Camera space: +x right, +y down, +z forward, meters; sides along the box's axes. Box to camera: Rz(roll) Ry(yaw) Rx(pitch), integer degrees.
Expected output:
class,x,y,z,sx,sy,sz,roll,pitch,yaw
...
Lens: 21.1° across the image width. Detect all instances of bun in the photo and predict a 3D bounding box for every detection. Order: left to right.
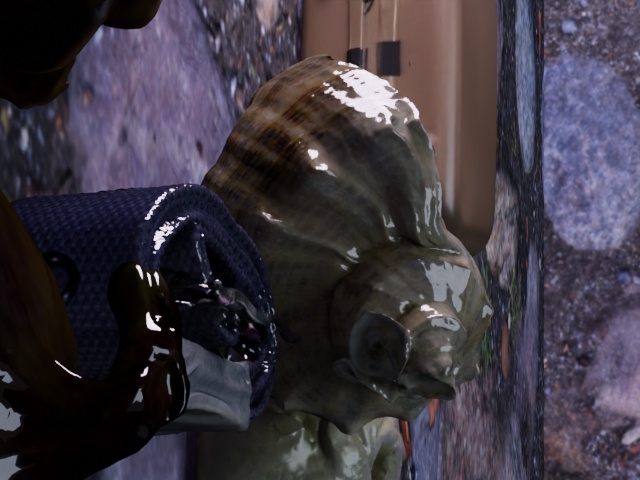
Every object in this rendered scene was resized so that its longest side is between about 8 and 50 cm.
class,x,y,z,sx,sy,sz,roll,pitch,yaw
bun,-0.009,0.156,1.217,0.193,0.128,0.178,-69,154,-49

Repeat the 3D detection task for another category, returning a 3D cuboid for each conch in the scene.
class,x,y,z,sx,sy,sz,roll,pitch,yaw
conch,-0.010,0.009,1.116,0.159,0.291,0.210,-32,133,-25

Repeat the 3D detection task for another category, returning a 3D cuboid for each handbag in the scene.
class,x,y,z,sx,sy,sz,roll,pitch,yaw
handbag,0.079,-0.121,1.522,0.283,0.149,0.302,28,60,-69

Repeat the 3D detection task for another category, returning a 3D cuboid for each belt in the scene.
class,x,y,z,sx,sy,sz,roll,pitch,yaw
belt,-0.090,0.043,0.941,0.230,0.126,0.140,37,51,-72

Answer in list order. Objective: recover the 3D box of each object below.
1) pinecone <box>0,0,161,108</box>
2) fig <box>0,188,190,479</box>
class,x,y,z,sx,sy,sz,roll,pitch,yaw
pinecone,-0.148,-0.165,0.597,0.272,0.224,0.224,19,70,-65
fig,-0.173,0.054,0.527,0.235,0.214,0.235,-29,128,-45
